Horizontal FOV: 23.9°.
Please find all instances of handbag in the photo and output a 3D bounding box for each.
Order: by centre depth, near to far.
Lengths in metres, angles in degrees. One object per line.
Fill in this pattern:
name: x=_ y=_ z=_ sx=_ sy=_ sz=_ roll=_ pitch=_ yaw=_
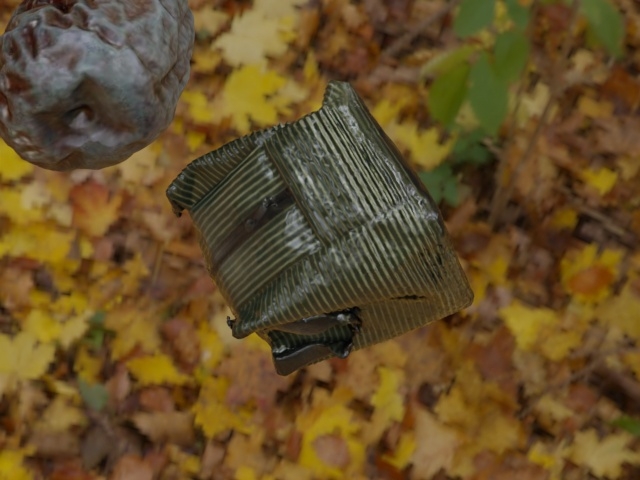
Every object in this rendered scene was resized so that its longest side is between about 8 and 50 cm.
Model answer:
handbag: x=0.000 y=0.000 z=1.588 sx=0.240 sy=0.341 sz=0.247 roll=-31 pitch=70 yaw=3

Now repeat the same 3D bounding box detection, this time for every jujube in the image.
jujube: x=-0.258 y=-0.212 z=1.738 sx=0.226 sy=0.226 sz=0.317 roll=14 pitch=36 yaw=-5
